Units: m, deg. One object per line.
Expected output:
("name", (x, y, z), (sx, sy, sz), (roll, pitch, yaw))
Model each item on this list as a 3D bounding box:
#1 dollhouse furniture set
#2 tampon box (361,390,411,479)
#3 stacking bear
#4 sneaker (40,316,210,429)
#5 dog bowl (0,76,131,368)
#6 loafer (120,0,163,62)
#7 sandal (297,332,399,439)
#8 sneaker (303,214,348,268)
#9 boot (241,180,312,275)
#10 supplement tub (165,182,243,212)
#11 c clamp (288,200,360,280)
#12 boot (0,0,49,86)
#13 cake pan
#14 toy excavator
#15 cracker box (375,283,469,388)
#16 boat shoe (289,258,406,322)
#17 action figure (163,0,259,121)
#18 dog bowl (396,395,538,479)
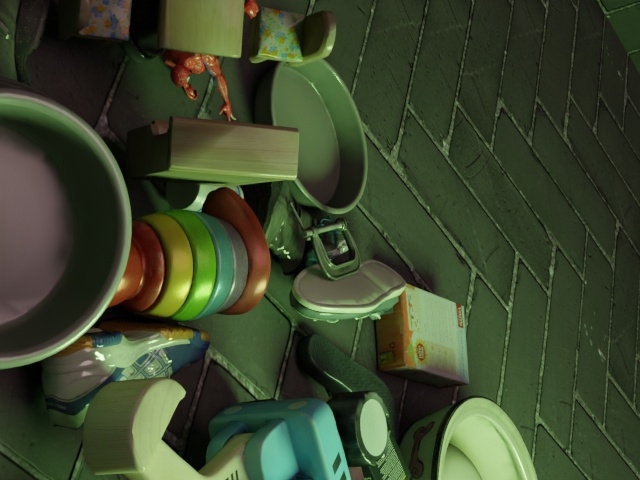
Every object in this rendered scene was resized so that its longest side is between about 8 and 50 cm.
("dollhouse furniture set", (-0.149, -0.278, 1.739), (0.362, 0.256, 0.394), (4, 89, -23))
("tampon box", (0.048, 0.340, 2.056), (0.101, 0.120, 0.161), (-43, 114, -54))
("stacking bear", (-0.222, 0.031, 1.729), (0.289, 0.164, 0.175), (-1, 123, -46))
("sneaker", (-0.257, 0.172, 1.690), (0.296, 0.112, 0.131), (-2, 97, -56))
("dog bowl", (-0.368, -0.015, 1.441), (0.349, 0.102, 0.348), (-3, 96, -32))
("loafer", (-0.212, -0.385, 1.972), (0.109, 0.095, 0.302), (52, 38, -33))
("sandal", (0.045, 0.246, 2.167), (0.254, 0.054, 0.097), (45, 34, -25))
("sneaker", (0.000, 0.000, 2.181), (0.076, 0.065, 0.166), (61, 18, -1))
("boot", (-0.075, 0.002, 2.048), (0.161, 0.083, 0.246), (57, 37, -36))
("supplement tub", (-0.171, -0.067, 1.929), (0.107, 0.071, 0.071), (17, 63, -54))
("c clamp", (0.017, -0.002, 2.102), (0.161, 0.022, 0.137), (-4, 71, -61))
("boot", (-0.454, -0.215, 1.538), (0.223, 0.118, 0.338), (25, 52, -42))
("cake pan", (-0.017, -0.183, 2.233), (0.293, 0.054, 0.293), (29, 54, -49))
("toy excavator", (-0.094, 0.322, 1.704), (0.445, 0.222, 0.433), (-36, 114, -57))
("cracker box", (0.188, 0.179, 2.393), (0.232, 0.067, 0.155), (22, 60, -51))
("boat shoe", (0.037, 0.104, 2.146), (0.116, 0.099, 0.319), (40, 22, 19))
("action figure", (-0.163, -0.270, 2.001), (0.280, 0.091, 0.139), (-57, 139, -58))
("dog bowl", (0.242, 0.485, 2.274), (0.408, 0.150, 0.408), (30, 54, -50))
